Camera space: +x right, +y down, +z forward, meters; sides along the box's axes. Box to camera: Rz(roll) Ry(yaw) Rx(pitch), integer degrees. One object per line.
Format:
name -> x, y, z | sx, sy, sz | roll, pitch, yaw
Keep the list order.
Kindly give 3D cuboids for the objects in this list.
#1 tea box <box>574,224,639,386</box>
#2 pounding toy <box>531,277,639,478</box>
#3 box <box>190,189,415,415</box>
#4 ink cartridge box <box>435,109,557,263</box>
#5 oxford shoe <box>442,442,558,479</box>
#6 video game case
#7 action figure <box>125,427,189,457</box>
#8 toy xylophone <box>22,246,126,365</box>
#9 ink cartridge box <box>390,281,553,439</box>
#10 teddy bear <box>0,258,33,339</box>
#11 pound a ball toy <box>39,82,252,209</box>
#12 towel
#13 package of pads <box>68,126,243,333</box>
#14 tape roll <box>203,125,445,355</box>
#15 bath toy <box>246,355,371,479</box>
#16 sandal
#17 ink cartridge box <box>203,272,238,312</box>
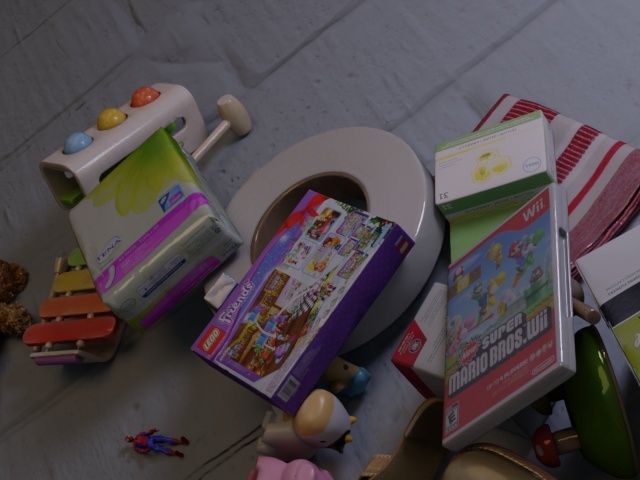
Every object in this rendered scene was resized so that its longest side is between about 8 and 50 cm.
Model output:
tea box -> 0.514, 0.105, 1.419 | 0.329, 0.220, 0.324 | -31, 43, 13
pounding toy -> 0.286, 0.176, 1.510 | 0.110, 0.237, 0.183 | -16, 13, 6
box -> -0.026, 0.079, 1.791 | 0.201, 0.057, 0.293 | 24, 73, 49
ink cartridge box -> 0.247, -0.060, 1.813 | 0.171, 0.056, 0.235 | -17, 45, 24
oxford shoe -> 0.246, 0.374, 1.381 | 0.140, 0.146, 0.397 | -54, 55, 21
video game case -> 0.219, 0.088, 1.527 | 0.204, 0.025, 0.285 | -43, 27, 39
action figure -> -0.254, 0.307, 1.962 | 0.115, 0.030, 0.038 | -1, 62, 38
toy xylophone -> -0.406, 0.088, 2.204 | 0.236, 0.081, 0.323 | -14, 50, 28
ink cartridge box -> 0.211, 0.154, 1.666 | 0.176, 0.127, 0.128 | 16, 66, 44
teddy bear -> -0.632, 0.166, 2.288 | 0.245, 0.113, 0.338 | 5, 61, 36
pound a ball toy -> -0.304, -0.178, 2.242 | 0.319, 0.136, 0.208 | -40, 32, -29
towel -> 0.306, -0.080, 1.851 | 0.237, 0.037, 0.329 | -49, 43, -7
package of pads -> -0.270, -0.016, 2.041 | 0.229, 0.101, 0.296 | -41, 39, 6
tape roll -> 0.000, 0.000, 1.936 | 0.392, 0.072, 0.392 | -20, 48, 23
bath toy -> -0.029, 0.321, 1.725 | 0.151, 0.129, 0.348 | 120, 169, -58
sandal -> 0.097, 0.307, 1.683 | 0.240, 0.088, 0.079 | -56, 10, -3
ink cartridge box -> -0.140, 0.082, 1.882 | 0.028, 0.083, 0.048 | 35, 80, 12
